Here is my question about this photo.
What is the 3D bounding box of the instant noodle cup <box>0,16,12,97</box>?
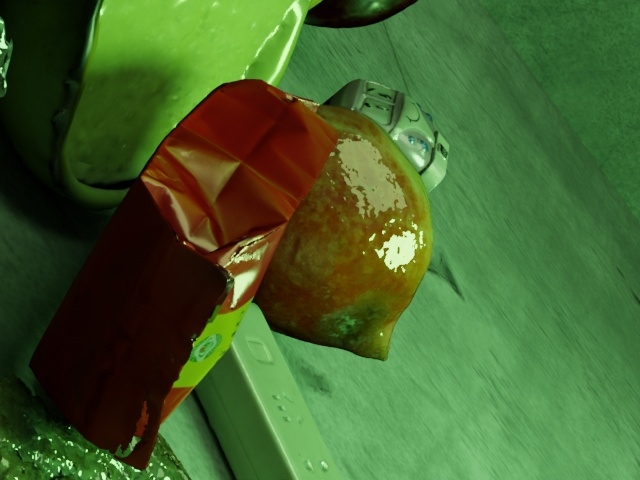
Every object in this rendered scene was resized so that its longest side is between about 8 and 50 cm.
[{"bbox_3d":[-0.296,-0.050,1.090,0.217,0.217,0.207,37,33,-43],"label":"instant noodle cup"}]

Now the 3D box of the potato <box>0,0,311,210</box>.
[{"bbox_3d":[-0.197,-0.187,1.533,0.212,0.280,0.330,29,4,29],"label":"potato"}]

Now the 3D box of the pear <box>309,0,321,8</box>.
[{"bbox_3d":[-0.104,-0.392,1.903,0.348,0.348,0.348,47,21,-24],"label":"pear"}]

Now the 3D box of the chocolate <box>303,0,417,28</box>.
[{"bbox_3d":[0.026,-0.441,2.287,0.331,0.383,0.384,53,18,-27],"label":"chocolate"}]

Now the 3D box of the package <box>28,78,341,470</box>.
[{"bbox_3d":[-0.099,0.005,1.375,0.123,0.196,0.423,29,23,-2],"label":"package"}]

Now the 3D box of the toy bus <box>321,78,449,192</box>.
[{"bbox_3d":[0.028,-0.072,1.893,0.142,0.202,0.142,49,20,-12],"label":"toy bus"}]

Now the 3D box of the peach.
[{"bbox_3d":[0.000,0.000,1.693,0.257,0.232,0.232,71,19,-2],"label":"peach"}]

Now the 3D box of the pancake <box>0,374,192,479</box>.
[{"bbox_3d":[-0.156,0.201,1.261,0.253,0.037,0.253,46,22,-25],"label":"pancake"}]

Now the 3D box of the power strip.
[{"bbox_3d":[-0.043,0.174,1.542,0.098,0.058,0.338,15,44,-62],"label":"power strip"}]
